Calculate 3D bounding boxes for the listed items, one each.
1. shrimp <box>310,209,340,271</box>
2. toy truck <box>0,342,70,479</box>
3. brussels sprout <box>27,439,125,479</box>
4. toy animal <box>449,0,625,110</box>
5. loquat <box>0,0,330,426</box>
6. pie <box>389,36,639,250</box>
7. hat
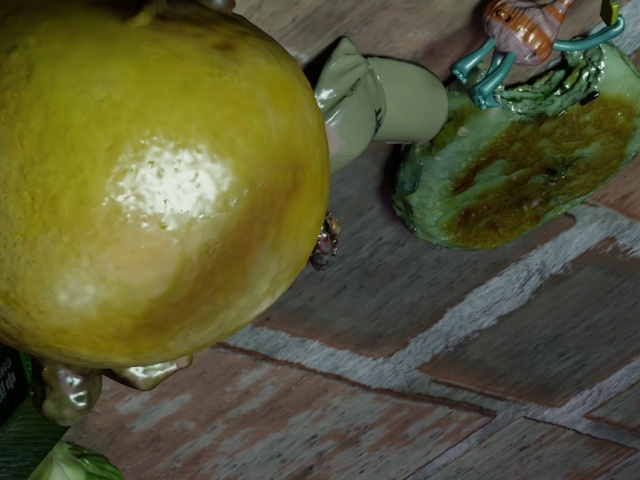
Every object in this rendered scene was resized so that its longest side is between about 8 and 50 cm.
[{"bbox_3d":[0.003,-0.002,1.756,0.038,0.029,0.092,-21,148,-5],"label":"shrimp"},{"bbox_3d":[-0.325,0.171,1.699,0.088,0.121,0.259,4,141,-40],"label":"toy truck"},{"bbox_3d":[-0.284,0.321,1.901,0.161,0.223,0.223,-38,149,11],"label":"brussels sprout"},{"bbox_3d":[0.209,-0.195,1.516,0.208,0.100,0.103,-44,109,10],"label":"toy animal"},{"bbox_3d":[-0.158,-0.033,1.251,0.328,0.328,0.359,0,111,-37],"label":"loquat"},{"bbox_3d":[0.204,-0.091,1.722,0.302,0.067,0.302,-18,151,-10],"label":"pie"},{"bbox_3d":[0.044,-0.102,1.549,0.175,0.085,0.147,3,140,-31],"label":"hat"}]
